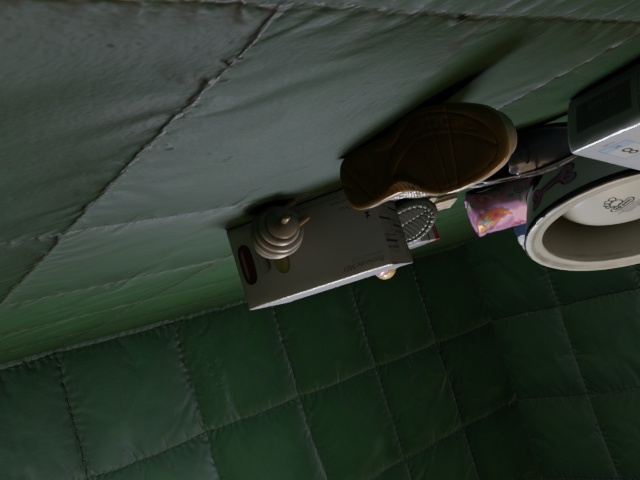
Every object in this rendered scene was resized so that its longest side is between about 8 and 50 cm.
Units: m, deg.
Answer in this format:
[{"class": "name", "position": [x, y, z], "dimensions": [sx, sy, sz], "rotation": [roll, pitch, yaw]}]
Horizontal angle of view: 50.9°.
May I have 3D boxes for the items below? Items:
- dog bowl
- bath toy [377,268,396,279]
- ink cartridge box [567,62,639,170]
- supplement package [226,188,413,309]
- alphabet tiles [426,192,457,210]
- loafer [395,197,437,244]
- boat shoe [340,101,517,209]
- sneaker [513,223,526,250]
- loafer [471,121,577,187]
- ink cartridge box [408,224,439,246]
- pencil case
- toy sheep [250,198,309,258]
[{"class": "dog bowl", "position": [0.588, -0.092, 1.303], "dimensions": [0.408, 0.150, 0.408], "rotation": [-4, 153, -2]}, {"class": "bath toy", "position": [0.170, 0.031, 1.808], "dimensions": [0.129, 0.151, 0.348], "rotation": [7, 179, 7]}, {"class": "ink cartridge box", "position": [0.578, -0.160, 0.873], "dimensions": [0.385, 0.091, 0.308], "rotation": [11, 163, -20]}, {"class": "supplement package", "position": [0.005, 0.013, 1.192], "dimensions": [0.262, 0.145, 0.204], "rotation": [-20, 174, 16]}, {"class": "alphabet tiles", "position": [0.192, -0.058, 1.652], "dimensions": [0.284, 0.021, 0.278], "rotation": [-18, 174, 1]}, {"class": "loafer", "position": [0.159, -0.029, 1.509], "dimensions": [0.251, 0.094, 0.087], "rotation": [-36, -159, 35]}, {"class": "boat shoe", "position": [0.133, -0.101, 0.795], "dimensions": [0.096, 0.098, 0.277], "rotation": [-14, -178, -32]}, {"class": "sneaker", "position": [0.768, -0.070, 2.107], "dimensions": [0.323, 0.236, 0.130], "rotation": [-20, 173, 27]}, {"class": "loafer", "position": [0.312, -0.131, 1.071], "dimensions": [0.223, 0.076, 0.078], "rotation": [-16, -177, 26]}, {"class": "ink cartridge box", "position": [0.293, -0.011, 2.133], "dimensions": [0.109, 0.063, 0.150], "rotation": [-21, 172, 32]}, {"class": "pencil case", "position": [0.506, -0.104, 1.670], "dimensions": [0.284, 0.124, 0.124], "rotation": [-19, 174, 11]}, {"class": "toy sheep", "position": [-0.066, -0.016, 1.047], "dimensions": [0.091, 0.091, 0.132], "rotation": [-15, 160, -19]}]
